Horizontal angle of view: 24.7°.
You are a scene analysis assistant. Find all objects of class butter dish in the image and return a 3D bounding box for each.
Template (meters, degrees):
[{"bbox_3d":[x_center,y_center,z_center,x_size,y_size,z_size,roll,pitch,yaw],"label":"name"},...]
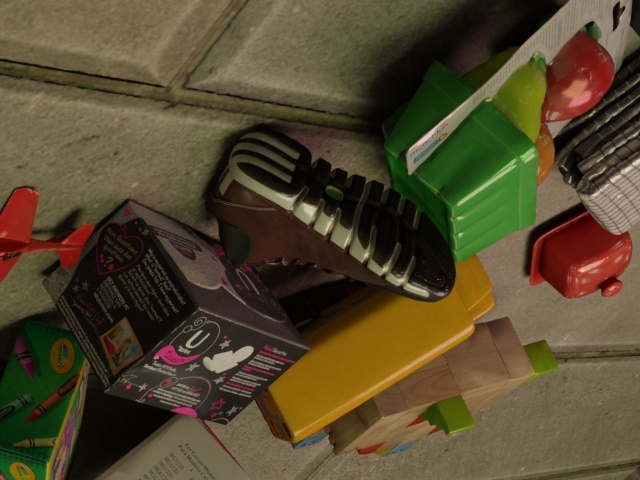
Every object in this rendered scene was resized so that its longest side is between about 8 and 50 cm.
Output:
[{"bbox_3d":[0.398,0.031,2.136,0.160,0.118,0.160,-27,152,-10],"label":"butter dish"}]

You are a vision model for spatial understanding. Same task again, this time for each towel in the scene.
[{"bbox_3d":[0.439,-0.147,1.886,0.284,0.121,0.235,-38,156,12],"label":"towel"}]

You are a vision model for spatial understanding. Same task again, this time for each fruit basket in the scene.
[{"bbox_3d":[0.223,-0.158,1.639,0.353,0.165,0.327,-50,162,-10],"label":"fruit basket"}]

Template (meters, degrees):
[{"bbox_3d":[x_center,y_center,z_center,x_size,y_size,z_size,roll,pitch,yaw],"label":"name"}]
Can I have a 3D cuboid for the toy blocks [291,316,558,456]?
[{"bbox_3d":[0.124,0.236,2.161,0.381,0.190,0.261,-11,158,-34],"label":"toy blocks"}]

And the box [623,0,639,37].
[{"bbox_3d":[0.459,-0.261,1.672,0.158,0.156,0.093,-26,153,-13],"label":"box"}]

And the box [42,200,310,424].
[{"bbox_3d":[-0.151,0.081,1.587,0.142,0.163,0.247,-41,151,11],"label":"box"}]

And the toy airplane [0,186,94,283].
[{"bbox_3d":[-0.291,0.006,1.461,0.151,0.028,0.151,-25,151,-15],"label":"toy airplane"}]

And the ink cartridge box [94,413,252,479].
[{"bbox_3d":[-0.181,0.313,1.847,0.272,0.130,0.309,-39,174,-13],"label":"ink cartridge box"}]

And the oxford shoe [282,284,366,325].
[{"bbox_3d":[0.055,0.127,1.935,0.348,0.123,0.130,-15,156,-26],"label":"oxford shoe"}]

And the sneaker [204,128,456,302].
[{"bbox_3d":[0.000,0.000,1.588,0.162,0.281,0.106,-45,-164,46],"label":"sneaker"}]

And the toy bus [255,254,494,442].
[{"bbox_3d":[0.067,0.115,1.778,0.333,0.108,0.130,-30,-174,-18],"label":"toy bus"}]

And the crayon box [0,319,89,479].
[{"bbox_3d":[-0.326,0.237,1.648,0.081,0.165,0.278,15,141,-2],"label":"crayon box"}]
